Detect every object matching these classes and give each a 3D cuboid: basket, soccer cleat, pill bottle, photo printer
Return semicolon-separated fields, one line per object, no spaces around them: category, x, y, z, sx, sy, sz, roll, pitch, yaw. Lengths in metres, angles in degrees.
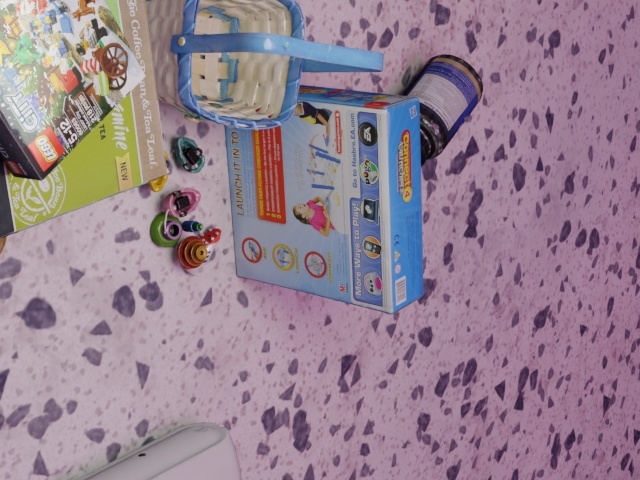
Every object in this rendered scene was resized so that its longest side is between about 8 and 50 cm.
basket;-0.092;-0.250;1.576;0.255;0.289;0.201;2;90;-48
soccer cleat;-0.176;0.017;1.764;0.083;0.029;0.035;-54;145;-23
pill bottle;0.191;-0.223;2.093;0.219;0.123;0.123;-52;136;-29
photo printer;-0.235;0.424;1.733;0.307;0.107;0.256;-20;115;-48

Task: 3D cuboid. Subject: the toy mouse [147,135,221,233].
toy mouse;-0.203;-0.090;1.684;0.143;0.031;0.161;0;90;-51

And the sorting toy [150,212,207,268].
sorting toy;-0.195;-0.003;1.699;0.102;0.042;0.061;45;65;-31

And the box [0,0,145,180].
box;-0.264;-0.192;1.031;0.159;0.044;0.233;-53;134;-32

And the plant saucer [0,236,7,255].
plant saucer;-0.425;-0.004;1.442;0.083;0.015;0.083;-19;115;-48

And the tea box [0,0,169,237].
tea box;-0.389;-0.142;1.190;0.323;0.329;0.220;-27;119;-45

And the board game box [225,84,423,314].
board game box;0.003;-0.072;1.743;0.086;0.302;0.308;-25;119;-47
